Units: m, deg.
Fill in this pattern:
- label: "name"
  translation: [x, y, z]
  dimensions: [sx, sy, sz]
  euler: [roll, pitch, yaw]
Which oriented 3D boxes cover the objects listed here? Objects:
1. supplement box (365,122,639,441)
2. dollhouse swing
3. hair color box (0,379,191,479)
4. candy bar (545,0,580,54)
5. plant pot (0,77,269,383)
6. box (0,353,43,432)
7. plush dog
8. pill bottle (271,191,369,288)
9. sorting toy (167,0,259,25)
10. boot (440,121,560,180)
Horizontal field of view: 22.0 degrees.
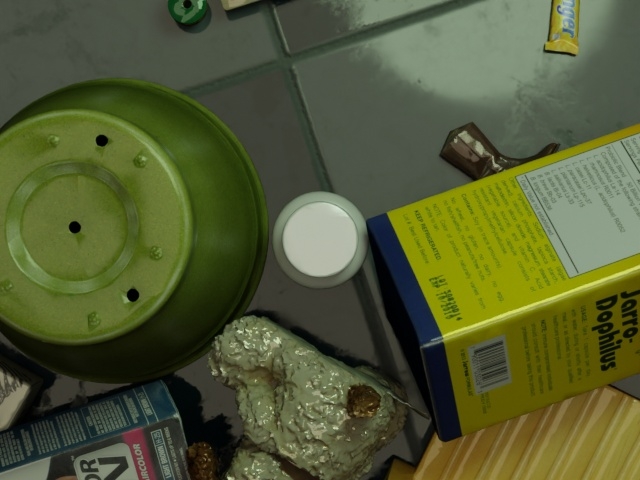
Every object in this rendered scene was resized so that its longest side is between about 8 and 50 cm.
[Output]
- label: "supplement box"
  translation: [0.257, 0.045, 1.833]
  dimensions: [0.357, 0.195, 0.194]
  euler: [-19, 50, -3]
- label: "dollhouse swing"
  translation: [0.242, 0.332, 1.839]
  dimensions: [0.347, 0.315, 0.305]
  euler: [27, 110, 1]
- label: "hair color box"
  translation: [-0.314, 0.301, 1.863]
  dimensions: [0.347, 0.105, 0.173]
  euler: [-17, 113, -10]
- label: "candy bar"
  translation: [0.295, -0.304, 1.966]
  dimensions: [0.040, 0.018, 0.161]
  euler: [5, 90, 0]
- label: "plant pot"
  translation: [-0.246, -0.014, 1.799]
  dimensions: [0.367, 0.353, 0.366]
  euler: [0, 89, 0]
- label: "box"
  translation: [-0.472, 0.144, 1.927]
  dimensions: [0.275, 0.094, 0.113]
  euler: [28, 91, 0]
- label: "plush dog"
  translation: [-0.021, 0.240, 1.841]
  dimensions: [0.262, 0.210, 0.225]
  euler: [26, 95, -25]
- label: "pill bottle"
  translation: [0.000, 0.000, 1.880]
  dimensions: [0.112, 0.187, 0.112]
  euler: [0, 90, 0]
- label: "sorting toy"
  translation: [-0.061, -0.354, 1.953]
  dimensions: [0.275, 0.046, 0.132]
  euler: [-18, 89, 0]
- label: "boot"
  translation: [0.212, -0.110, 1.959]
  dimensions: [0.114, 0.037, 0.106]
  euler: [43, 88, 5]
